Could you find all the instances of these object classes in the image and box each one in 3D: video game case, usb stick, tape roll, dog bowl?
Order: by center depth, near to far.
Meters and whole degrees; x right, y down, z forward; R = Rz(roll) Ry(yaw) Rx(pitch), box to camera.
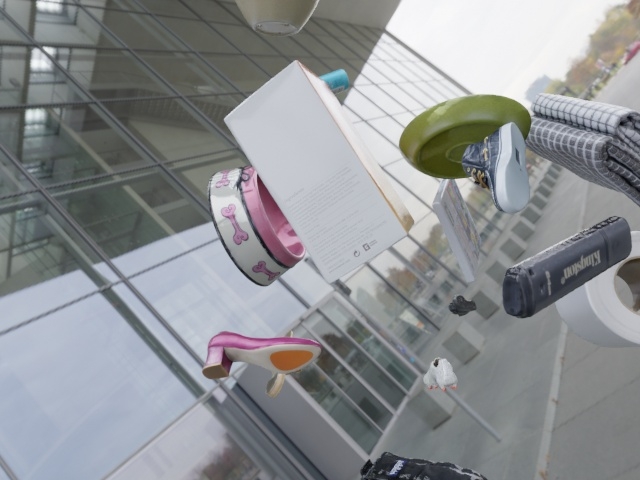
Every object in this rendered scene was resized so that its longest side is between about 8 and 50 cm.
[{"bbox_3d":[0.359,0.033,0.631,0.278,0.045,0.077,-19,-70,-29],"label":"usb stick"},{"bbox_3d":[0.312,-0.036,0.998,0.023,0.201,0.183,-19,20,32],"label":"video game case"},{"bbox_3d":[0.689,0.117,1.003,0.246,0.246,0.169,-46,-13,-7],"label":"tape roll"},{"bbox_3d":[-0.186,-0.066,1.443,0.150,0.408,0.408,-23,-7,14],"label":"dog bowl"}]

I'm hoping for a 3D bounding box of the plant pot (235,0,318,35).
[{"bbox_3d":[-0.123,-0.681,1.217,0.284,0.284,0.191,-18,-68,-66],"label":"plant pot"}]

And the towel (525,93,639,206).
[{"bbox_3d":[0.562,-0.170,0.880,0.121,0.283,0.235,-60,24,14],"label":"towel"}]

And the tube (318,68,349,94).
[{"bbox_3d":[-0.028,-0.368,1.103,0.207,0.052,0.080,-26,-37,-17],"label":"tube"}]

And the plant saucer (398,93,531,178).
[{"bbox_3d":[0.270,-0.178,0.832,0.241,0.240,0.037,103,168,-65],"label":"plant saucer"}]

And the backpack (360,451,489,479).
[{"bbox_3d":[0.139,0.428,0.573,0.263,0.213,0.276,-24,-7,27],"label":"backpack"}]

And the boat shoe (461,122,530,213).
[{"bbox_3d":[0.258,-0.096,0.662,0.083,0.065,0.183,-26,30,42],"label":"boat shoe"}]

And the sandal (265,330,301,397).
[{"bbox_3d":[-0.093,0.371,1.286,0.088,0.079,0.240,-49,12,26],"label":"sandal"}]

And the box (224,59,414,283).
[{"bbox_3d":[0.013,-0.124,0.839,0.168,0.345,0.215,-33,-1,17],"label":"box"}]

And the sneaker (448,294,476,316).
[{"bbox_3d":[0.489,0.236,1.570,0.170,0.051,0.089,19,-32,-42],"label":"sneaker"}]

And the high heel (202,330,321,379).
[{"bbox_3d":[-0.114,0.207,0.885,0.244,0.082,0.117,-17,29,13],"label":"high heel"}]

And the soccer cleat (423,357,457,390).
[{"bbox_3d":[0.307,0.342,1.138,0.068,0.076,0.196,-9,-16,-2],"label":"soccer cleat"}]
